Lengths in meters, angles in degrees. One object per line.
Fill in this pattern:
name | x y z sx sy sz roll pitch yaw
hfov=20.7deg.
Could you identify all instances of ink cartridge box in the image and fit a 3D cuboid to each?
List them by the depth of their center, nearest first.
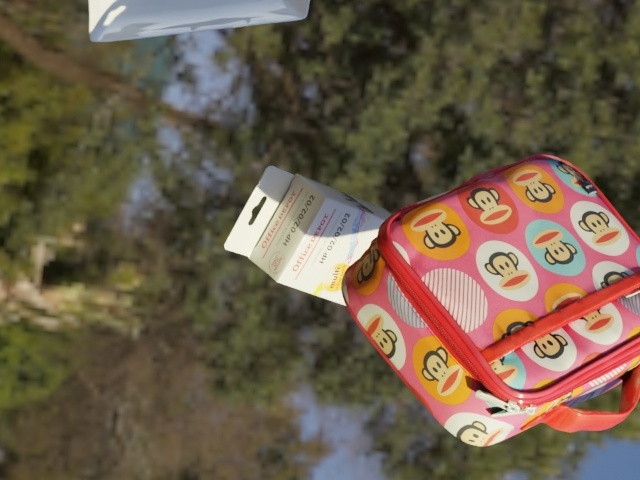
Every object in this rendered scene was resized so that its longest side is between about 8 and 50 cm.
ink cartridge box | 0.000 0.000 1.816 0.061 0.181 0.104 39 -76 45

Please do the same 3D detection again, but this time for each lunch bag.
lunch bag | 0.190 0.066 1.606 0.258 0.293 0.120 52 -43 17

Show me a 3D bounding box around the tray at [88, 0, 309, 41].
tray | -0.144 -0.297 2.086 0.145 0.270 0.030 106 -25 -66
